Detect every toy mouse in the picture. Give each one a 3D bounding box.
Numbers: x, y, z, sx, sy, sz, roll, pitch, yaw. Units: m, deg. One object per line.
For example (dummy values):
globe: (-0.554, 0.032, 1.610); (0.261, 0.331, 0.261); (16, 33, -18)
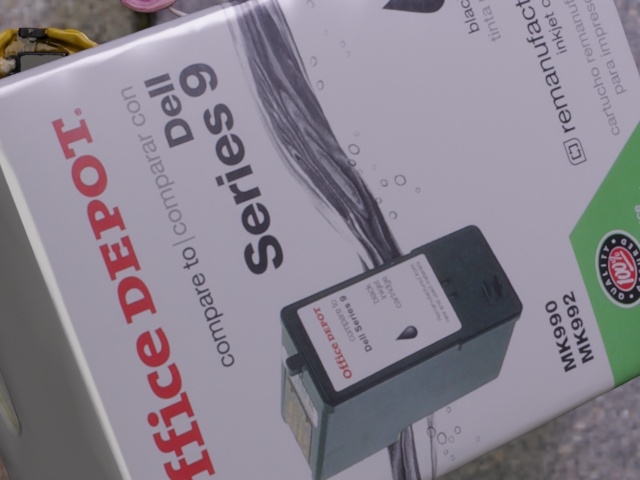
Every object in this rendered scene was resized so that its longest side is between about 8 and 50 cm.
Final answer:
toy mouse: (-0.120, -0.134, 0.821); (0.161, 0.031, 0.143); (-4, 95, -2)

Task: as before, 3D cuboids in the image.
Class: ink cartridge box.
ink cartridge box: (0.000, 0.000, 0.734); (0.289, 0.121, 0.211); (-23, 96, -28)
